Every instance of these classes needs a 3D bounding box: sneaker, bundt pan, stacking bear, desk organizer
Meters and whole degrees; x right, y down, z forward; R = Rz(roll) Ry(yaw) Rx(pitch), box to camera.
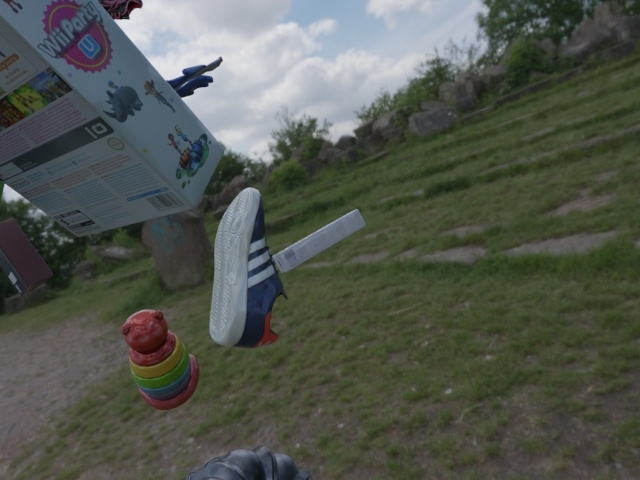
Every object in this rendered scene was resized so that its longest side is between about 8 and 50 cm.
[{"bbox_3d":[-0.392,-0.439,0.943,0.119,0.057,0.047,-39,0,-11],"label":"sneaker"},{"bbox_3d":[-0.140,0.060,1.064,0.148,0.351,0.131,20,-27,-35],"label":"sneaker"},{"bbox_3d":[-0.105,0.523,0.885,0.124,0.331,0.330,-49,-12,31],"label":"bundt pan"},{"bbox_3d":[-0.434,0.299,1.310,0.175,0.289,0.164,-19,40,-15],"label":"stacking bear"},{"bbox_3d":[-0.541,0.029,0.884,0.047,0.130,0.050,-35,0,41],"label":"desk organizer"}]

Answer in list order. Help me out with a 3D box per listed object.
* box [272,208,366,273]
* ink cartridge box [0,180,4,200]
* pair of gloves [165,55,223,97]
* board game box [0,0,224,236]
[{"bbox_3d":[0.000,0.000,1.561,0.323,0.067,0.063,-31,5,-28],"label":"box"},{"bbox_3d":[-0.500,-0.001,0.611,0.092,0.220,0.160,5,-10,3],"label":"ink cartridge box"},{"bbox_3d":[-0.289,-0.339,1.076,0.159,0.023,0.198,-36,13,-25],"label":"pair of gloves"},{"bbox_3d":[-0.277,-0.142,0.478,0.223,0.303,0.098,-9,48,33],"label":"board game box"}]
